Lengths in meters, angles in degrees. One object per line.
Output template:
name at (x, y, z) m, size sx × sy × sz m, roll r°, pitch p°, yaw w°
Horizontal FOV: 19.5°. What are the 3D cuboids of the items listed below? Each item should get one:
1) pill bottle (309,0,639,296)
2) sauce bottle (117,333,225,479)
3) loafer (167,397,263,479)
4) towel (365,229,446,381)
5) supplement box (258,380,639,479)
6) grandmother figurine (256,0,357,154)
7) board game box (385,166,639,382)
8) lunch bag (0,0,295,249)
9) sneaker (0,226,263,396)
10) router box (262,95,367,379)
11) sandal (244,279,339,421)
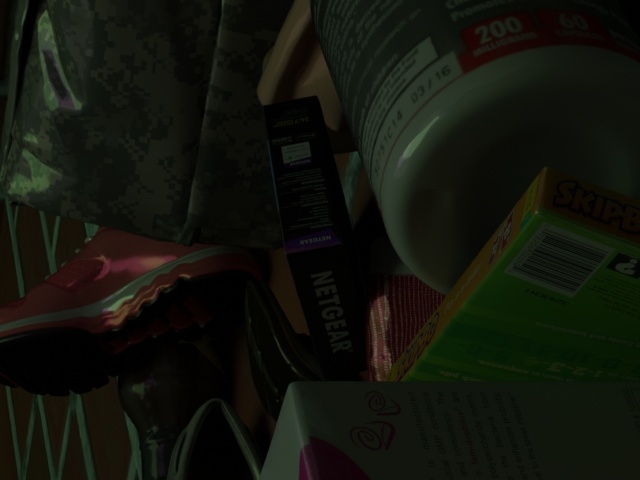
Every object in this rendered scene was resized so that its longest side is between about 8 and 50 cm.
pill bottle at (0.083, -0.112, 1.030) m, size 0.283 × 0.161 × 0.161 m, roll -108°, pitch 26°, yaw -47°
sauce bottle at (-0.150, 0.103, 1.844) m, size 0.111 × 0.111 × 0.344 m, roll 134°, pitch 135°, yaw -65°
loafer at (-0.085, 0.278, 1.611) m, size 0.319 × 0.112 × 0.111 m, roll -105°, pitch 16°, yaw -45°
towel at (0.077, 0.149, 1.229) m, size 0.237 × 0.037 × 0.329 m, roll 173°, pitch 99°, yaw -72°
supplement box at (0.087, 0.141, 0.883) m, size 0.114 × 0.220 × 0.111 m, roll 110°, pitch 156°, yaw -43°
grandmother figurine at (0.031, -0.210, 1.325) m, size 0.342 × 0.104 × 0.207 m, roll 107°, pitch 149°, yaw -46°
board game box at (0.120, 0.057, 0.951) m, size 0.259 × 0.124 × 0.039 m, roll 120°, pitch 168°, yaw -55°
lunch bag at (-0.141, -0.159, 1.600) m, size 0.212 × 0.256 × 0.305 m, roll -114°, pitch 32°, yaw -55°
sneaker at (-0.200, 0.048, 1.776) m, size 0.116 × 0.314 × 0.136 m, roll 55°, pitch -159°, yaw -49°
router box at (0.000, 0.000, 1.368) m, size 0.179 × 0.046 × 0.133 m, roll 74°, pitch -175°, yaw -55°
sandal at (-0.002, 0.109, 1.468) m, size 0.219 × 0.060 × 0.090 m, roll 45°, pitch 138°, yaw 48°
